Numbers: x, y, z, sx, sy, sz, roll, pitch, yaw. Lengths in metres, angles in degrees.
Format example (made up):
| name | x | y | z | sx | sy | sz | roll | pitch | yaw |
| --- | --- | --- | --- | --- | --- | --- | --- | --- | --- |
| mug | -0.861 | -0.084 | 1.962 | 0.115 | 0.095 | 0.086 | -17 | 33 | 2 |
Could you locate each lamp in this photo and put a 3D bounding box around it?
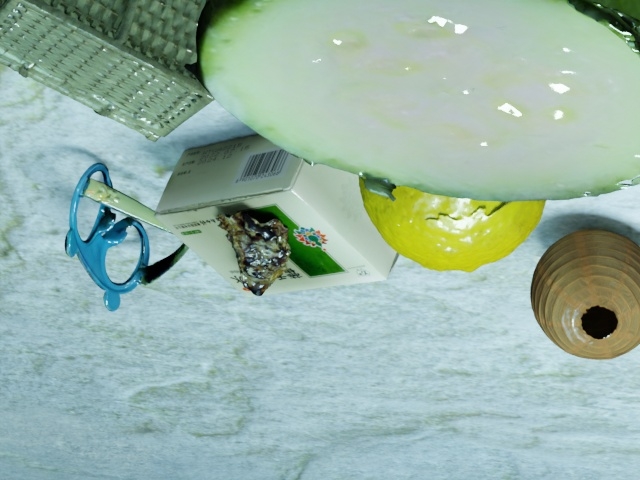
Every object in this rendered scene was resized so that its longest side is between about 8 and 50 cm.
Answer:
| name | x | y | z | sx | sy | sz | roll | pitch | yaw |
| --- | --- | --- | --- | --- | --- | --- | --- | --- | --- |
| lamp | 0.282 | 0.056 | 1.669 | 0.136 | 0.136 | 0.136 | 13 | 156 | 6 |

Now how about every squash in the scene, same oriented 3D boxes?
| name | x | y | z | sx | sy | sz | roll | pitch | yaw |
| --- | --- | --- | --- | --- | --- | --- | --- | --- | --- |
| squash | 0.103 | -0.227 | 0.863 | 0.263 | 0.384 | 0.263 | 13 | 158 | 5 |

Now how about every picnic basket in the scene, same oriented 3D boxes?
| name | x | y | z | sx | sy | sz | roll | pitch | yaw |
| --- | --- | --- | --- | --- | --- | --- | --- | --- | --- |
| picnic basket | -0.188 | -0.193 | 1.423 | 0.196 | 0.134 | 0.154 | 25 | 156 | -22 |

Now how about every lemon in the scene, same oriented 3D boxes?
| name | x | y | z | sx | sy | sz | roll | pitch | yaw |
| --- | --- | --- | --- | --- | --- | --- | --- | --- | --- |
| lemon | 0.123 | -0.058 | 1.480 | 0.180 | 0.180 | 0.193 | 1 | 151 | 31 |

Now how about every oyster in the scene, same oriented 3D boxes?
| name | x | y | z | sx | sy | sz | roll | pitch | yaw |
| --- | --- | --- | --- | --- | --- | --- | --- | --- | --- |
| oyster | -0.061 | 0.015 | 1.672 | 0.086 | 0.029 | 0.132 | 1 | 143 | 32 |

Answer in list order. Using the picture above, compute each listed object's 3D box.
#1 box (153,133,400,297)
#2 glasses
| name | x | y | z | sx | sy | sz | roll | pitch | yaw |
| --- | --- | --- | --- | --- | --- | --- | --- | --- | --- |
| box | -0.039 | -0.027 | 1.717 | 0.212 | 0.095 | 0.168 | -9 | 140 | 43 |
| glasses | -0.182 | -0.019 | 1.892 | 0.207 | 0.102 | 0.239 | -15 | 151 | 1 |
